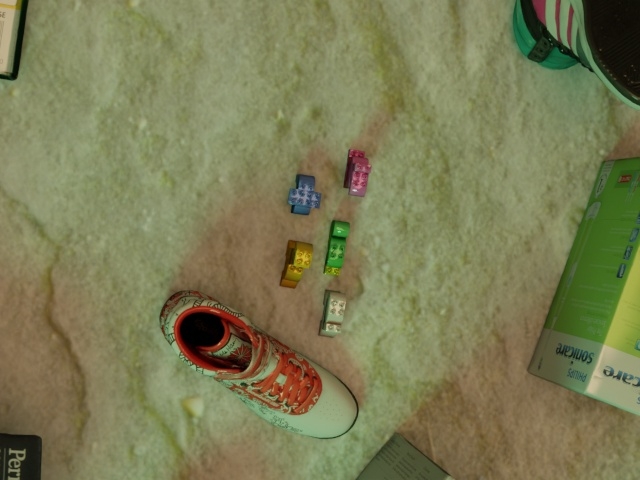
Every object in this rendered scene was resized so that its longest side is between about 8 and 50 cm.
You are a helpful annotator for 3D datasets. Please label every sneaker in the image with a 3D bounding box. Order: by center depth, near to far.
[{"bbox_3d":[-0.066,0.152,1.495,0.270,0.145,0.090,35,86,-8],"label":"sneaker"},{"bbox_3d":[0.311,-0.238,1.527,0.124,0.178,0.295,-20,65,-7],"label":"sneaker"}]

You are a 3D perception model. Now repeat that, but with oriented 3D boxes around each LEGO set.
[{"bbox_3d":[0.000,0.000,1.528,0.087,0.093,0.227,9,90,-8],"label":"LEGO set"}]

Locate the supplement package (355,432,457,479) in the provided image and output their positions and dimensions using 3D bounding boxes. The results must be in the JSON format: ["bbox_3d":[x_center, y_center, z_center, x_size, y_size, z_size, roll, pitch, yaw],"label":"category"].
[{"bbox_3d":[0.141,0.353,1.470,0.204,0.262,0.145,41,86,-8],"label":"supplement package"}]

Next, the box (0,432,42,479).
[{"bbox_3d":[-0.494,0.357,1.317,0.396,0.212,0.293,6,59,-19],"label":"box"}]

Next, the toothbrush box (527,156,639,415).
[{"bbox_3d":[0.369,0.053,1.528,0.122,0.206,0.283,22,87,-9],"label":"toothbrush box"}]

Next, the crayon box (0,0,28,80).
[{"bbox_3d":[-0.419,-0.353,1.466,0.202,0.081,0.318,9,90,-9],"label":"crayon box"}]
